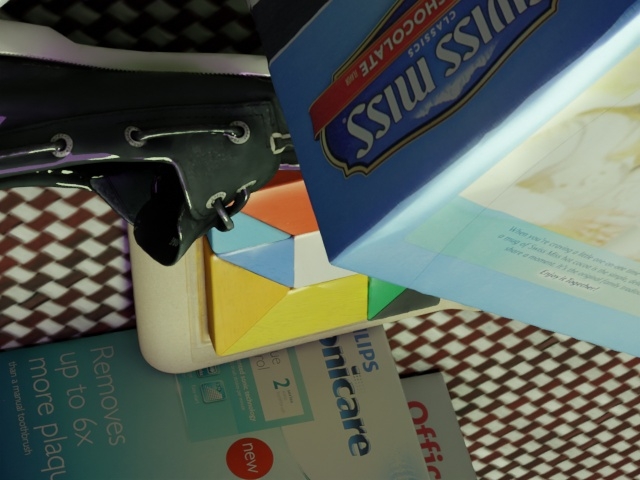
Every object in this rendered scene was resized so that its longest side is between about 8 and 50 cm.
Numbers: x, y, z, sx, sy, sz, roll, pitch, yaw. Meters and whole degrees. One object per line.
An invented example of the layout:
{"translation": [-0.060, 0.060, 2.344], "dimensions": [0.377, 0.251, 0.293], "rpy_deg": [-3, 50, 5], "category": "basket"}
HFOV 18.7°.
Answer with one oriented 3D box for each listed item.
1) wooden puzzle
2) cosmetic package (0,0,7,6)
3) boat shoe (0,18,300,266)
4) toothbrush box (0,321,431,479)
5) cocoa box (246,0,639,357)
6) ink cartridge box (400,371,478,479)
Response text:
{"translation": [0.000, 0.000, 1.224], "dimensions": [0.239, 0.044, 0.221], "rpy_deg": [-10, 141, -9], "category": "wooden puzzle"}
{"translation": [-0.244, -0.246, 0.556], "dimensions": [0.230, 0.161, 0.453], "rpy_deg": [-37, 132, 12], "category": "cosmetic package"}
{"translation": [-0.095, -0.044, 1.037], "dimensions": [0.340, 0.113, 0.127], "rpy_deg": [6, 170, -29], "category": "boat shoe"}
{"translation": [-0.082, 0.174, 1.311], "dimensions": [0.296, 0.216, 0.126], "rpy_deg": [-8, 146, -10], "category": "toothbrush box"}
{"translation": [0.169, -0.097, 1.000], "dimensions": [0.347, 0.228, 0.231], "rpy_deg": [17, 135, -41], "category": "cocoa box"}
{"translation": [-0.031, 0.241, 1.425], "dimensions": [0.308, 0.223, 0.129], "rpy_deg": [-9, 145, -11], "category": "ink cartridge box"}
